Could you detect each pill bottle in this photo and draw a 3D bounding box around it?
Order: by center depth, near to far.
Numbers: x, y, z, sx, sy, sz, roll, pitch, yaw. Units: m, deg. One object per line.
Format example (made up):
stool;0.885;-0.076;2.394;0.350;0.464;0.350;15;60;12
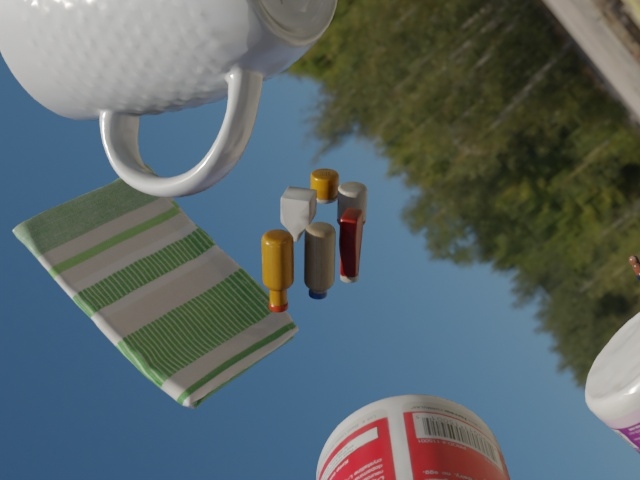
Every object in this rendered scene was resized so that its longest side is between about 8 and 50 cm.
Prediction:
pill bottle;0.113;0.359;1.289;0.229;0.229;0.408;46;-164;-19
pill bottle;0.459;0.217;1.371;0.301;0.169;0.169;40;-166;-7

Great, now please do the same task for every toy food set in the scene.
toy food set;0.000;0.000;1.591;0.232;0.111;0.104;-63;-23;-60

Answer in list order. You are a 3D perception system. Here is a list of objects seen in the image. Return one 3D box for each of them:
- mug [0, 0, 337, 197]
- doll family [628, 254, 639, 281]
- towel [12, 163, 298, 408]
mug;-0.158;-0.234;1.348;0.276;0.328;0.374;6;-96;-53
doll family;0.351;0.046;1.009;0.193;0.111;0.076;26;-160;18
towel;-0.206;0.054;1.602;0.325;0.038;0.248;47;-138;10
